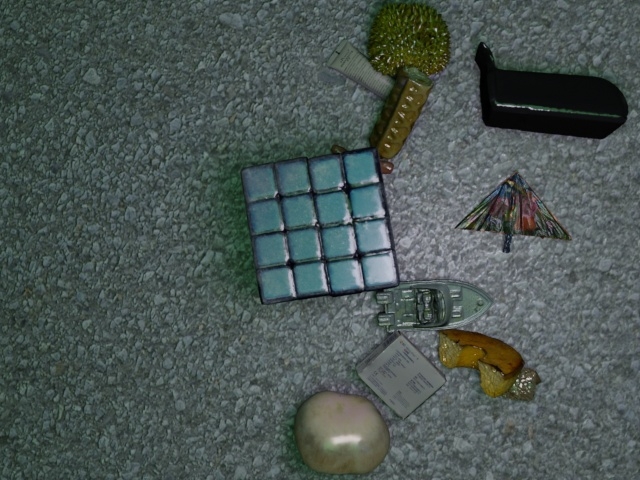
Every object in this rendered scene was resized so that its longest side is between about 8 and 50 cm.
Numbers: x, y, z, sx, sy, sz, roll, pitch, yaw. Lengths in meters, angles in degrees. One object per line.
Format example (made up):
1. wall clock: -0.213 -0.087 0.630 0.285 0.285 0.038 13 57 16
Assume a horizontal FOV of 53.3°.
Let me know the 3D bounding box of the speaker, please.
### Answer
1. speaker: 0.596 -0.393 1.686 0.388 0.180 0.184 9 85 7

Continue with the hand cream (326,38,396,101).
1. hand cream: 0.148 -0.461 1.802 0.276 0.059 0.095 38 95 11

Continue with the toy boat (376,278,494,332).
1. toy boat: 0.314 0.176 1.752 0.319 0.092 0.141 -4 96 7

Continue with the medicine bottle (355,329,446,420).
1. medicine bottle: 0.223 0.372 1.756 0.171 0.052 0.201 -44 102 5

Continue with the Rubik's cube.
1. Rubik's cube: 0.014 -0.030 1.627 0.337 0.344 0.345 -11 88 7

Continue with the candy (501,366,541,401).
1. candy: 0.540 0.390 1.735 0.110 0.085 0.095 12 82 18

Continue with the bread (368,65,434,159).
1. bread: 0.210 -0.336 1.723 0.098 0.087 0.269 22 127 -4

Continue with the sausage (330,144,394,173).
1. sausage: 0.117 -0.226 1.805 0.186 0.043 0.043 19 92 6

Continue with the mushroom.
1. mushroom: 0.051 0.539 1.727 0.260 0.254 0.234 36 135 37

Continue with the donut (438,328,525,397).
1. donut: 0.444 0.318 1.695 0.152 0.259 0.101 -3 107 -28

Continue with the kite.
1. kite: 0.539 -0.079 1.769 0.321 0.016 0.234 6 89 6

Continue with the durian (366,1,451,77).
1. durian: 0.240 -0.547 1.726 0.236 0.176 0.200 17 48 16
